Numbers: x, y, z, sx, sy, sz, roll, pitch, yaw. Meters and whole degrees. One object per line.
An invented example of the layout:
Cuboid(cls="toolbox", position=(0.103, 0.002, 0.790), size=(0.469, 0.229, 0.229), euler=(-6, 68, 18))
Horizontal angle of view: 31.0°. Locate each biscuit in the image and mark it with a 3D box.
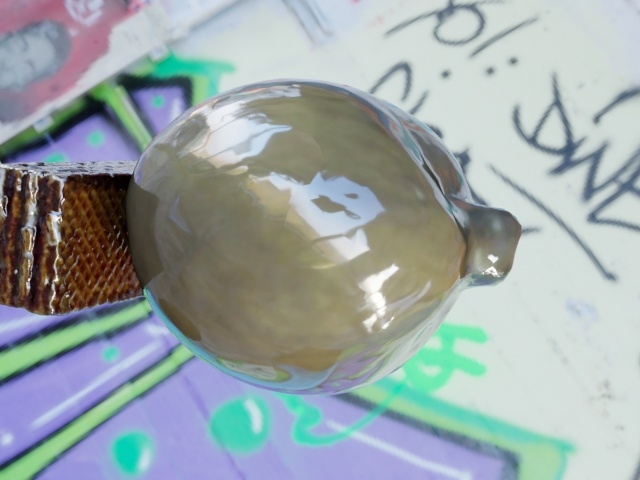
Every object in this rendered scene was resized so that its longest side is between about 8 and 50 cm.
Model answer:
Cuboid(cls="biscuit", position=(-0.149, -0.014, 1.006), size=(0.388, 0.073, 0.107), euler=(-12, 112, -68))

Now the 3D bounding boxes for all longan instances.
Cuboid(cls="longan", position=(0.000, 0.000, 0.884), size=(0.300, 0.300, 0.243), euler=(-130, -136, -76))

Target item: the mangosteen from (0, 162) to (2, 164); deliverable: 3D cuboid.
Cuboid(cls="mangosteen", position=(-0.400, -0.037, 1.170), size=(0.200, 0.199, 0.200), euler=(58, -2, 3))
